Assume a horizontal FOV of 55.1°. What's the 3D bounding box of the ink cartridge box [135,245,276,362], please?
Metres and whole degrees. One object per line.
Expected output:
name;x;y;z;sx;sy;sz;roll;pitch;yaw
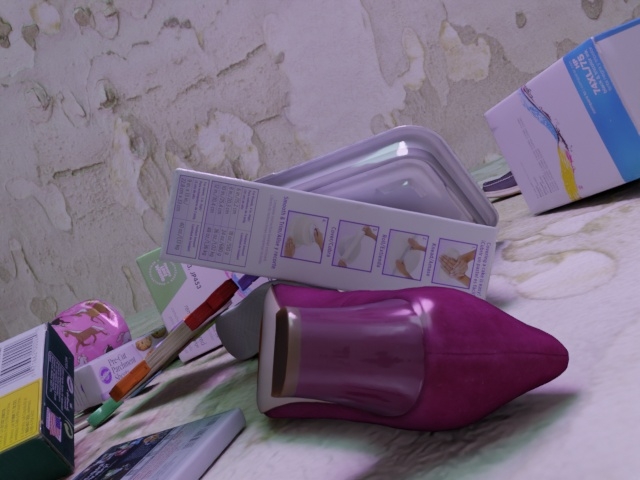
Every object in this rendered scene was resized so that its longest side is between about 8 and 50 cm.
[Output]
ink cartridge box;-0.136;0.053;1.148;0.353;0.207;0.119;-25;3;-13

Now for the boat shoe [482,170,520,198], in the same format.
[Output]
boat shoe;0.484;-0.172;1.353;0.285;0.093;0.102;-21;5;39

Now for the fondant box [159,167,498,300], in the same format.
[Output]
fondant box;0.000;0.000;0.711;0.330;0.096;0.238;9;1;-7

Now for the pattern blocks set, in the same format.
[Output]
pattern blocks set;-0.209;0.147;0.892;0.325;0.026;0.285;-43;-2;10

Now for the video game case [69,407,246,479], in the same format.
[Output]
video game case;-0.176;0.219;0.537;0.173;0.022;0.190;-22;5;22

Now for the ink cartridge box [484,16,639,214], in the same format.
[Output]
ink cartridge box;0.431;-0.187;0.936;0.198;0.197;0.270;-25;-3;-20

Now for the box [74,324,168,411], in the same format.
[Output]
box;-0.325;0.209;1.100;0.063;0.067;0.324;-23;0;17

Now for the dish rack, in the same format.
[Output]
dish rack;0.073;-0.022;0.919;0.332;0.285;0.073;-17;50;31

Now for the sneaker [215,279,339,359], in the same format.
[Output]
sneaker;-0.026;0.082;0.845;0.146;0.105;0.295;-33;4;-36

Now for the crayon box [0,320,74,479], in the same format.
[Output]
crayon box;-0.461;0.247;0.735;0.318;0.081;0.202;-23;37;-6

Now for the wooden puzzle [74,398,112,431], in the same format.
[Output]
wooden puzzle;-0.362;0.275;0.941;0.116;0.014;0.078;-25;8;-18

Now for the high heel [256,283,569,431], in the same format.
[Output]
high heel;0.040;0.102;0.534;0.181;0.127;0.377;5;-5;-8

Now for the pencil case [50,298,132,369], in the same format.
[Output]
pencil case;-0.504;0.236;1.097;0.159;0.167;0.386;-6;11;20
